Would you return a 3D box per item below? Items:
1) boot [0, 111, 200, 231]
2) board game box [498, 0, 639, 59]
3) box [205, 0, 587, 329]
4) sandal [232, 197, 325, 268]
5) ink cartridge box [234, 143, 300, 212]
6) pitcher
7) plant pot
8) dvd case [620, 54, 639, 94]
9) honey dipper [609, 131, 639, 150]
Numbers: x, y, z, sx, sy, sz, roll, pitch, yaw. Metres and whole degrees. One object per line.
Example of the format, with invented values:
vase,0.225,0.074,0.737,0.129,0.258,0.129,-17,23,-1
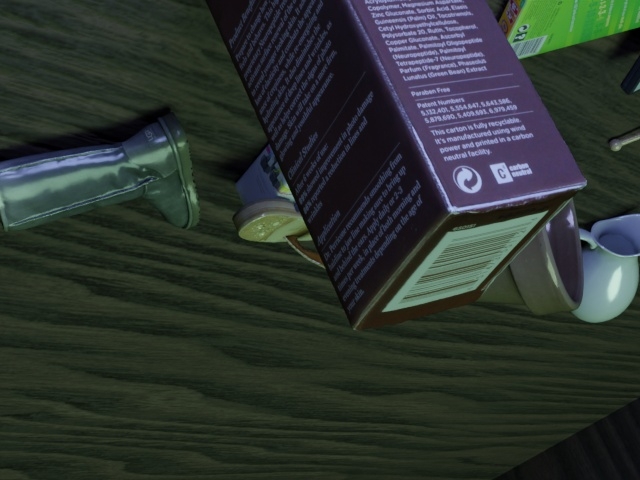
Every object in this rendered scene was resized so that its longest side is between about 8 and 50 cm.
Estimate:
boot,-0.241,-0.047,1.423,0.208,0.076,0.189,-25,144,-14
board game box,0.324,-0.275,1.507,0.259,0.039,0.124,-14,156,-18
box,0.041,-0.140,1.091,0.143,0.381,0.191,-12,155,-30
sandal,-0.004,0.003,1.590,0.088,0.079,0.240,-38,155,33
ink cartridge box,-0.009,-0.093,1.556,0.104,0.061,0.181,-5,152,-39
pitcher,0.465,0.048,2.265,0.178,0.125,0.207,2,141,-7
plant pot,0.203,-0.021,1.734,0.229,0.263,0.263,-10,162,20
dvd case,0.479,-0.285,1.605,0.180,0.022,0.253,-28,161,-24
honey dipper,0.496,-0.166,1.923,0.161,0.030,0.030,-21,157,5
